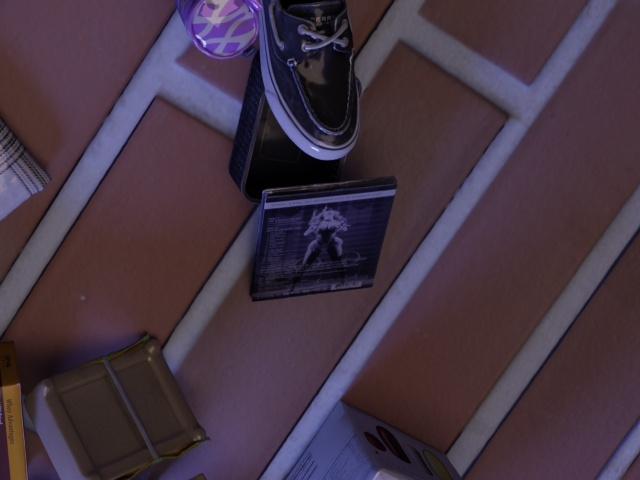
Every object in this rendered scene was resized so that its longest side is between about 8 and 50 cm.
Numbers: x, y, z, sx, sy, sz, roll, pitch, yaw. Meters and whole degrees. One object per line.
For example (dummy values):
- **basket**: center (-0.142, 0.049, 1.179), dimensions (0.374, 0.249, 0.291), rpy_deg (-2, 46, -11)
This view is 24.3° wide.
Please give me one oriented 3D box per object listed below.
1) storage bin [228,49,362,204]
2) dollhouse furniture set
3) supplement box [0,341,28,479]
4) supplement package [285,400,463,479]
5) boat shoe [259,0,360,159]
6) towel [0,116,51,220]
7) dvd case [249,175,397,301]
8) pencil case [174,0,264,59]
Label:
- **storage bin**: center (-0.033, -0.136, 1.826), dimensions (0.122, 0.084, 0.180), rpy_deg (8, 107, -17)
- **dollhouse furniture set**: center (-0.251, 0.301, 1.873), dimensions (0.198, 0.151, 0.301), rpy_deg (-19, 76, -43)
- **supplement box**: center (-0.463, 0.244, 1.827), dimensions (0.194, 0.129, 0.191), rpy_deg (-5, 111, -13)
- **supplement package**: center (0.087, 0.350, 1.972), dimensions (0.194, 0.203, 0.149), rpy_deg (29, 100, -23)
- **boat shoe**: center (-0.010, -0.245, 1.711), dimensions (0.108, 0.102, 0.301), rpy_deg (-8, 82, -21)
- **towel**: center (-0.534, -0.085, 1.728), dimensions (0.324, 0.056, 0.312), rpy_deg (-37, 115, 1)
- **dvd case**: center (0.000, 0.000, 1.858), dimensions (0.165, 0.018, 0.221), rpy_deg (-6, 145, -12)
- **pencil case**: center (-0.122, -0.278, 1.685), dimensions (0.088, 0.206, 0.086), rpy_deg (-44, 120, 10)
